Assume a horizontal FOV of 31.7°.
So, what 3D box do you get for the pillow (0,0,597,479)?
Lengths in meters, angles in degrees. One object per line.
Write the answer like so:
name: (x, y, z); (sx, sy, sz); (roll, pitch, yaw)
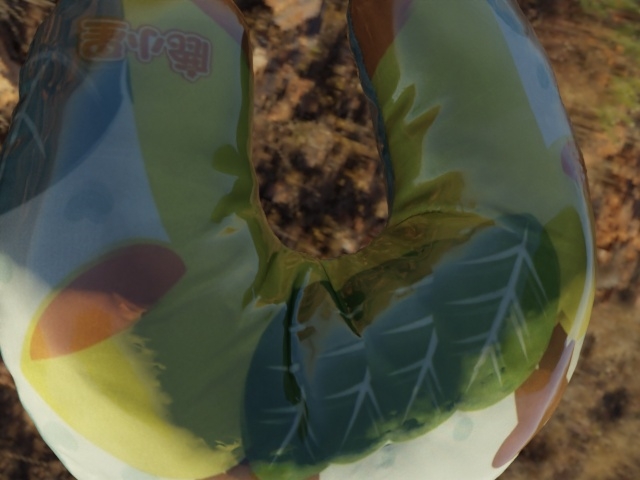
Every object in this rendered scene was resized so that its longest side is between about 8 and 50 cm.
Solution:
pillow: (0.000, 0.000, 0.396); (0.233, 0.086, 0.214); (-13, 90, -27)
